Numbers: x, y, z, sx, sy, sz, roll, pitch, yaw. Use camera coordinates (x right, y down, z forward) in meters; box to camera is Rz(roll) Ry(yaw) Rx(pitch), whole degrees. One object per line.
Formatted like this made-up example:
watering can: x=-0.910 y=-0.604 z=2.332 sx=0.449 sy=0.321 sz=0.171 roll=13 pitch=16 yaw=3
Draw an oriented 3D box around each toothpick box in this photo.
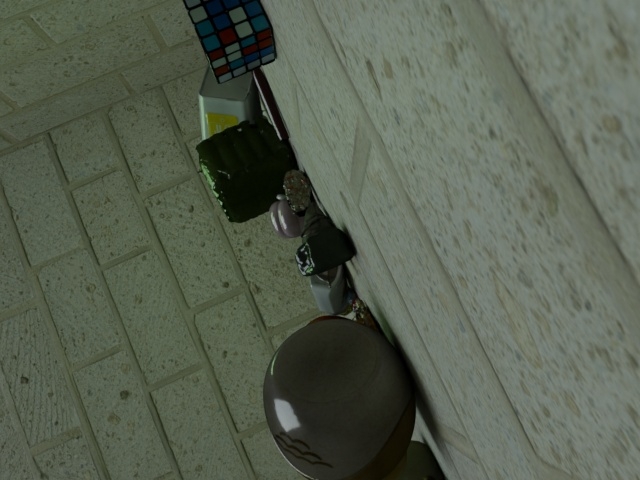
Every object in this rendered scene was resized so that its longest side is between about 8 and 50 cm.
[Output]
toothpick box: x=0.061 y=0.454 z=1.632 sx=0.408 sy=0.409 sz=0.425 roll=-119 pitch=11 yaw=-51

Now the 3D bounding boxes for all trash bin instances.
trash bin: x=-0.331 y=-0.488 z=2.251 sx=0.367 sy=0.256 sz=0.295 roll=93 pitch=-174 yaw=-60

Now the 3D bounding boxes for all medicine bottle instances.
medicine bottle: x=0.037 y=0.163 z=2.091 sx=0.296 sy=0.111 sz=0.161 roll=77 pitch=-153 yaw=-61

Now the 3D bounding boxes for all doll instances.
doll: x=0.110 y=0.202 z=2.065 sx=0.057 sy=0.039 sz=0.114 roll=67 pitch=177 yaw=-49

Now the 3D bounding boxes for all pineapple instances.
pineapple: x=0.110 y=0.279 z=1.872 sx=0.250 sy=0.140 sz=0.164 roll=72 pitch=175 yaw=-83

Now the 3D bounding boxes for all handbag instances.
handbag: x=0.000 y=0.000 z=1.820 sx=0.270 sy=0.117 sz=0.182 roll=-105 pitch=9 yaw=-61

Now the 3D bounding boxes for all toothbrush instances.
toothbrush: x=-0.182 y=-0.485 z=1.876 sx=0.041 sy=0.041 sz=0.363 roll=-129 pitch=16 yaw=-75

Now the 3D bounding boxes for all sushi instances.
sushi: x=-0.069 y=-0.156 z=1.942 sx=0.078 sy=0.091 sz=0.150 roll=55 pitch=-159 yaw=-69

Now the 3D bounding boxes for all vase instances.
vase: x=0.246 y=0.796 z=1.898 sx=0.329 sy=0.303 sz=0.240 roll=121 pitch=126 yaw=-84

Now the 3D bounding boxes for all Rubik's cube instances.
Rubik's cube: x=-0.201 y=-0.474 z=1.351 sx=0.155 sy=0.154 sz=0.151 roll=90 pitch=157 yaw=-79

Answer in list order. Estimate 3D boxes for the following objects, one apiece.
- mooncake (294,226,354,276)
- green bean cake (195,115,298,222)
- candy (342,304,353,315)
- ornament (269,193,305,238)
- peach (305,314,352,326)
mooncake: x=0.002 y=0.035 z=1.598 sx=0.168 sy=0.175 sz=0.104 roll=-24 pitch=-95 yaw=-53
green bean cake: x=-0.259 y=-0.249 z=2.159 sx=0.319 sy=0.335 sz=0.218 roll=80 pitch=165 yaw=-61
candy: x=0.065 y=0.179 z=2.427 sx=0.077 sy=0.073 sz=0.261 roll=113 pitch=140 yaw=-84
ornament: x=-0.095 y=-0.094 z=2.103 sx=0.177 sy=0.178 sz=0.177 roll=156 pitch=90 yaw=-86
peach: x=0.050 y=0.413 z=2.180 sx=0.332 sy=0.308 sz=0.307 roll=-116 pitch=3 yaw=-63
